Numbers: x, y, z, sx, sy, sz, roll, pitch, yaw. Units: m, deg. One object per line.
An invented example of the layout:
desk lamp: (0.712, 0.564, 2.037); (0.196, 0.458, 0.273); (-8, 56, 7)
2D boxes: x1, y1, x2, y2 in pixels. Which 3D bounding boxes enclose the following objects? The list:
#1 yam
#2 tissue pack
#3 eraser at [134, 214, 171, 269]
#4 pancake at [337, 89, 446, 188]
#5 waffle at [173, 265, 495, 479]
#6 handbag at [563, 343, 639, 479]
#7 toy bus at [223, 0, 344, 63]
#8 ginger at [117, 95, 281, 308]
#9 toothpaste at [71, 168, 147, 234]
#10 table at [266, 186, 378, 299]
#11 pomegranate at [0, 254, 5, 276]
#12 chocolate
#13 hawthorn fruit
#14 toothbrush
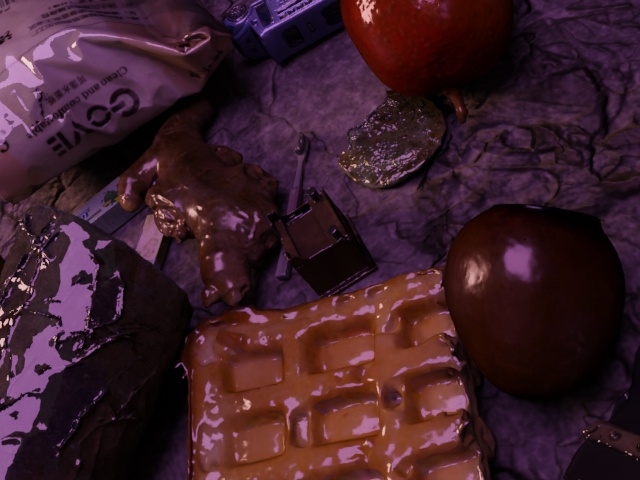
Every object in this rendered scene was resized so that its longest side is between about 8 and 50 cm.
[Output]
yam: (-0.254, 0.138, 0.937); (0.201, 0.202, 0.271); (16, 68, 28)
tissue pack: (-0.332, -0.246, 1.234); (0.376, 0.195, 0.390); (-34, 41, -1)
eraser: (-0.202, 0.007, 1.115); (0.038, 0.019, 0.083); (-1, 60, 26)
pancake: (0.082, -0.113, 1.038); (0.129, 0.022, 0.116); (-46, 52, -6)
waffle: (0.008, 0.202, 0.835); (0.304, 0.077, 0.348); (-17, 53, 19)
handbag: (0.349, 0.110, 0.676); (0.288, 0.152, 0.342); (8, 62, 46)
toy bus: (-0.037, -0.284, 1.183); (0.167, 0.073, 0.076); (-29, 52, 8)
ginger: (-0.142, -0.054, 1.078); (0.166, 0.080, 0.333); (-26, 52, -14)
toothpaste: (-0.278, -0.029, 1.171); (0.164, 0.034, 0.046); (-38, 46, 1)
table: (0.000, 0.000, 0.968); (0.070, 0.082, 0.083); (-32, 50, 7)
pomegranate: (-0.469, 0.099, 1.059); (0.260, 0.260, 0.260); (-14, 54, 20)
chocolate: (0.179, 0.053, 0.790); (0.177, 0.177, 0.176); (-14, 54, 20)
hawthorn fruit: (0.124, -0.232, 1.009); (0.197, 0.196, 0.225); (-18, 75, 17)
toothbrush: (-0.031, -0.043, 1.057); (0.014, 0.017, 0.194); (-11, 57, 29)
